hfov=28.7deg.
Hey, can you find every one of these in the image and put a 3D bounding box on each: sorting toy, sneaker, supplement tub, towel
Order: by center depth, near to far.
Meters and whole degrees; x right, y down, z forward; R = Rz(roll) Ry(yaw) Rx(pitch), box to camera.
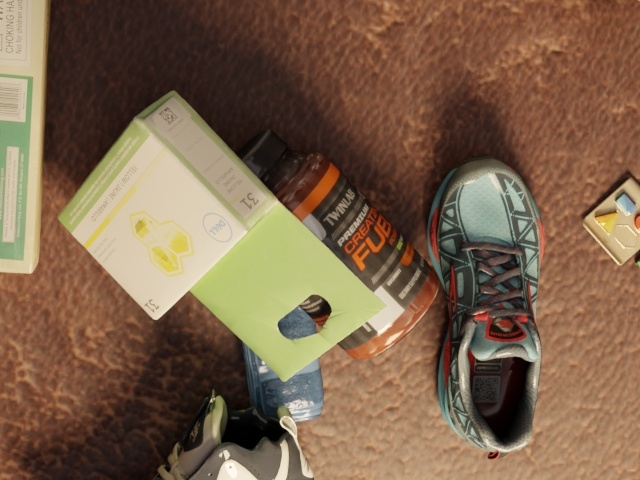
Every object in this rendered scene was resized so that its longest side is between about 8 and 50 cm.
[{"bbox_3d":[0.000,0.000,1.044,0.106,0.106,0.198,-44,103,4],"label":"supplement tub"},{"bbox_3d":[0.155,0.059,1.062,0.104,0.125,0.262,-6,102,-6],"label":"sneaker"},{"bbox_3d":[-0.119,0.199,1.062,0.235,0.094,0.153,-6,114,-6],"label":"sneaker"},{"bbox_3d":[-0.034,0.103,1.100,0.067,0.029,0.119,-8,102,-5],"label":"towel"},{"bbox_3d":[0.282,-0.007,1.120,0.062,0.012,0.083,-43,102,3],"label":"sorting toy"}]

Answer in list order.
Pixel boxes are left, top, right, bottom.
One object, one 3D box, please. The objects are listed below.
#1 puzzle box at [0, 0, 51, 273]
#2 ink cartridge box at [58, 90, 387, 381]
[{"bbox_3d":[-0.354,-0.181,0.997,0.272,0.052,0.409,4,101,-7],"label":"puzzle box"},{"bbox_3d":[-0.084,0.016,0.998,0.235,0.056,0.171,47,138,-2],"label":"ink cartridge box"}]
